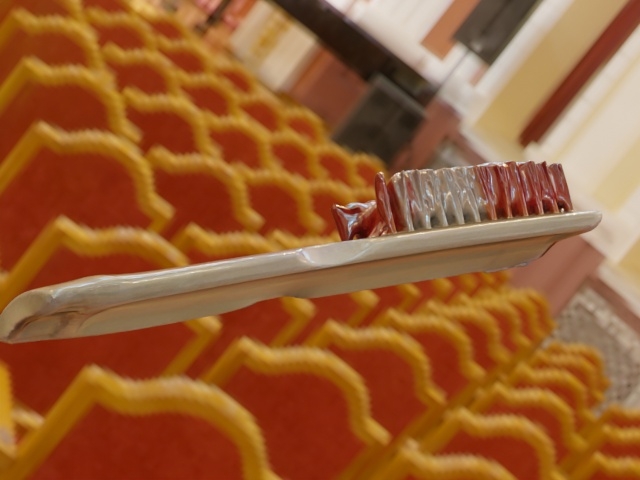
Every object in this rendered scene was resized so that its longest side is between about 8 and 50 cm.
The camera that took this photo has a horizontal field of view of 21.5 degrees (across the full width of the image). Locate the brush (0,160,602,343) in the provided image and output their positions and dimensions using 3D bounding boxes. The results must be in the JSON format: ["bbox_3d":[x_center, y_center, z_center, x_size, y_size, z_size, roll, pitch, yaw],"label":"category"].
[{"bbox_3d":[0.000,0.000,0.779,0.321,0.060,0.050,-9,76,-38],"label":"brush"}]
